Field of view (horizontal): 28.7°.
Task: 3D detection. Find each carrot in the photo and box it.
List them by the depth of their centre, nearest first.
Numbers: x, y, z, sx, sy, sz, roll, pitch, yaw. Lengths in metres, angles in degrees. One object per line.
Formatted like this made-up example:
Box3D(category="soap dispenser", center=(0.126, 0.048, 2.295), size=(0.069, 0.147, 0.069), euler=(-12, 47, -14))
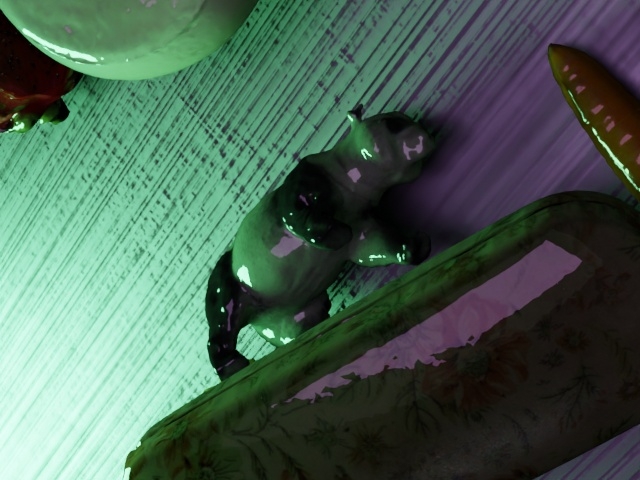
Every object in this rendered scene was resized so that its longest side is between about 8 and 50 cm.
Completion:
Box3D(category="carrot", center=(0.234, -0.026, 0.777), size=(0.271, 0.062, 0.066), euler=(38, 149, 23))

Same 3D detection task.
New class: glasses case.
Box3D(category="glasses case", center=(0.050, 0.118, 0.835), size=(0.425, 0.098, 0.156), euler=(-32, 105, 22))

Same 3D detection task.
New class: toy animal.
Box3D(category="toy animal", center=(0.000, 0.000, 0.891), size=(0.225, 0.093, 0.121), euler=(-53, 35, 30))

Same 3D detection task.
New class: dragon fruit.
Box3D(category="dragon fruit", center=(-0.285, -0.153, 1.010), size=(0.172, 0.160, 0.166), euler=(12, 142, 43))

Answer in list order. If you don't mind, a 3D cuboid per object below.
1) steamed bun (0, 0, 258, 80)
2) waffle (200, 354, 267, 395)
Box3D(category="steamed bun", center=(-0.132, -0.235, 0.895), size=(0.231, 0.145, 0.232), euler=(6, 108, 19))
Box3D(category="waffle", center=(-0.016, 0.161, 0.964), size=(0.192, 0.046, 0.161), euler=(-30, 93, 35))
